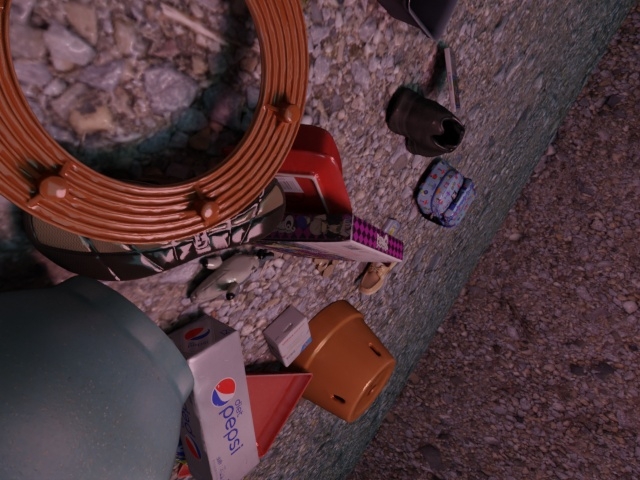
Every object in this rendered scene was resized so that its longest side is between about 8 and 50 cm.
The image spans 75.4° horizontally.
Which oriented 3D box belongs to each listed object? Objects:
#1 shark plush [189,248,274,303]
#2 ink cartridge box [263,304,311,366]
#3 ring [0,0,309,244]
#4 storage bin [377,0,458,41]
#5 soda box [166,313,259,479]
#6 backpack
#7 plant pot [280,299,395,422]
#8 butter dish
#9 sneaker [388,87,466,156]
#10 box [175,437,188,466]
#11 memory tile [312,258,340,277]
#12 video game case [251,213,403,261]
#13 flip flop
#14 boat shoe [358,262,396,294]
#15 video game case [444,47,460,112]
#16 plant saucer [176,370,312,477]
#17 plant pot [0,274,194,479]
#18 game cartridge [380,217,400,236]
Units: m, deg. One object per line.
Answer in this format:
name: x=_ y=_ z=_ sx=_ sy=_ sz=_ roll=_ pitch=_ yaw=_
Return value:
shark plush: x=-0.141 y=0.046 z=0.675 sx=0.067 sy=0.073 sz=0.161 roll=-48 pitch=179 yaw=43
ink cartridge box: x=-0.071 y=0.216 z=0.932 sx=0.088 sy=0.052 sz=0.123 roll=-42 pitch=150 yaw=-25
ring: x=-0.138 y=-0.153 z=0.364 sx=0.336 sy=0.032 sz=0.337 roll=-20 pitch=122 yaw=-36
storage bin: x=0.133 y=-0.367 z=0.597 sx=0.135 sy=0.091 sz=0.098 roll=-3 pitch=122 yaw=-57
soda box: x=-0.181 y=0.276 z=0.692 sx=0.098 sy=0.091 sz=0.287 roll=-26 pitch=120 yaw=-43
backpack: x=0.346 y=-0.132 z=1.153 sx=0.158 sy=0.116 sz=0.173 roll=-56 pitch=149 yaw=-2
plant pot: x=0.061 y=0.338 z=1.110 sx=0.290 sy=0.203 sz=0.291 roll=-38 pitch=148 yaw=-29
butter dish: x=-0.030 y=-0.111 z=0.585 sx=0.160 sy=0.160 sz=0.119 roll=63 pitch=39 yaw=-59
sneaker: x=0.249 y=-0.225 z=0.888 sx=0.286 sy=0.130 sz=0.109 roll=-1 pitch=119 yaw=-58
box: x=-0.239 y=0.387 z=0.785 sx=0.054 sy=0.059 sz=0.169 roll=-44 pitch=130 yaw=-11
memory tile: x=0.025 y=0.016 z=0.915 sx=0.113 sy=0.012 sz=0.148 roll=-49 pitch=152 yaw=-13
video game case: x=0.000 y=0.000 z=0.661 sx=0.232 sy=0.210 sz=0.042 roll=19 pitch=75 yaw=-61
flip flop: x=-0.170 y=-0.033 z=0.473 sx=0.276 sy=0.080 sz=0.113 roll=-16 pitch=123 yaw=-34
boat shoe: x=0.159 y=0.076 z=1.142 sx=0.170 sy=0.062 sz=0.059 roll=-49 pitch=150 yaw=-32
video game case: x=0.274 y=-0.330 z=0.858 sx=0.087 sy=0.011 sz=0.122 roll=-36 pitch=118 yaw=-60
plant saucer: x=-0.168 y=0.393 z=0.935 sx=0.259 sy=0.047 sz=0.259 roll=20 pitch=103 yaw=-51
plant pot: x=-0.246 y=0.158 z=0.381 sx=0.196 sy=0.292 sz=0.293 roll=-50 pitch=154 yaw=-39
game cartridge: x=0.189 y=-0.031 z=1.120 sx=0.056 sy=0.017 sz=0.083 roll=-61 pitch=152 yaw=2
